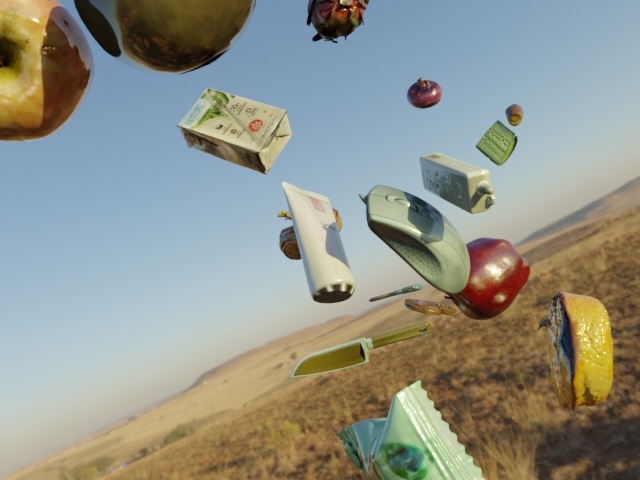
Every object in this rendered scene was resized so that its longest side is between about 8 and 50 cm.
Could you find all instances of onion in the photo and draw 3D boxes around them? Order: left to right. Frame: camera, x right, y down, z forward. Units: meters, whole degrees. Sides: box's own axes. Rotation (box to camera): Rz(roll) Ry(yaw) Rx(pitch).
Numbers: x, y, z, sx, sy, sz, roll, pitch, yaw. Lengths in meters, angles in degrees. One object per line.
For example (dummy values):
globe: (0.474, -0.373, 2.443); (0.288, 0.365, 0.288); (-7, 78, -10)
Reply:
onion: (0.340, -0.485, 1.819); (0.115, 0.115, 0.104); (-24, -52, -3)

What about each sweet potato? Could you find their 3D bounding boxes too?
sweet potato: (0.542, -0.359, 1.553); (0.049, 0.049, 0.117); (-29, 22, 31)

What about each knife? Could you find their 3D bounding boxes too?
knife: (0.093, 0.256, 1.277); (0.343, 0.061, 0.027); (-14, 11, -5)

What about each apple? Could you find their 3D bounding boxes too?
apple: (-0.758, -0.424, 1.349); (0.392, 0.391, 0.346); (-22, 16, -14)
apple: (0.597, 0.141, 2.046); (0.317, 0.288, 0.288); (-38, -6, -12)

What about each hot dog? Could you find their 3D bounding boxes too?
hot dog: (-0.033, -0.026, 1.848); (0.196, 0.122, 0.272); (-33, -3, -25)

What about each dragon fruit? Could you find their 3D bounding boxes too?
dragon fruit: (0.053, -0.684, 1.639); (0.182, 0.182, 0.188); (77, -145, -81)

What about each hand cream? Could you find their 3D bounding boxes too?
hand cream: (0.000, 0.000, 1.525); (0.186, 0.358, 0.118); (14, -40, -40)

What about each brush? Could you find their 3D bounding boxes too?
brush: (0.238, 0.173, 1.814); (0.196, 0.021, 0.070); (-19, -13, 34)

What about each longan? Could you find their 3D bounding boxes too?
longan: (-0.317, -0.530, 1.137); (0.405, 0.404, 0.336); (-30, -9, 32)

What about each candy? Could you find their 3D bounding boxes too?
candy: (0.178, 0.505, 1.268); (0.172, 0.262, 0.398); (-16, -23, -25)

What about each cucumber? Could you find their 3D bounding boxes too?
cucumber: (0.601, -0.328, 1.876); (0.116, 0.115, 0.062); (-52, -26, 20)

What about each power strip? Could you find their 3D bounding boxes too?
power strip: (0.322, -0.142, 1.333); (0.058, 0.098, 0.338); (-14, 19, -9)

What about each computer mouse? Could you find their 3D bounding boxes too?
computer mouse: (0.255, -0.019, 1.405); (0.122, 0.371, 0.188); (-46, 13, 33)

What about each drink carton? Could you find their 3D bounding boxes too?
drink carton: (-0.277, -0.365, 1.846); (0.194, 0.325, 0.132); (-60, -21, -25)

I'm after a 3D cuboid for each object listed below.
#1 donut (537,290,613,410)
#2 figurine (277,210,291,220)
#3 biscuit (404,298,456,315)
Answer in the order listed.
donut: (0.537, 0.233, 1.178); (0.119, 0.253, 0.253); (3, -3, 13)
figurine: (-0.082, -0.082, 2.002); (0.143, 0.068, 0.101); (9, -2, 19)
biscuit: (0.333, 0.200, 1.691); (0.175, 0.026, 0.124); (8, 7, -31)
